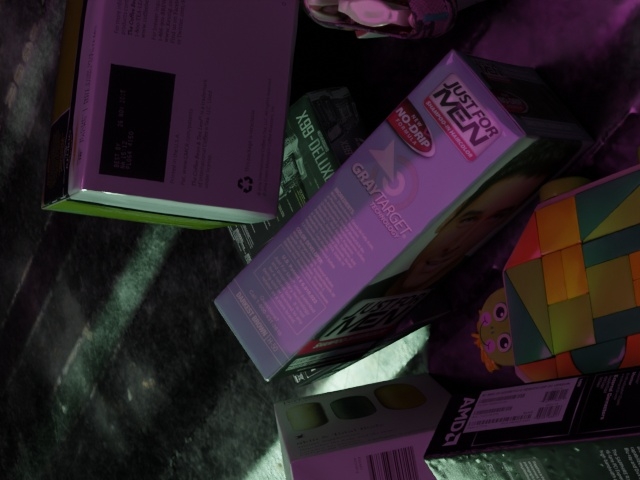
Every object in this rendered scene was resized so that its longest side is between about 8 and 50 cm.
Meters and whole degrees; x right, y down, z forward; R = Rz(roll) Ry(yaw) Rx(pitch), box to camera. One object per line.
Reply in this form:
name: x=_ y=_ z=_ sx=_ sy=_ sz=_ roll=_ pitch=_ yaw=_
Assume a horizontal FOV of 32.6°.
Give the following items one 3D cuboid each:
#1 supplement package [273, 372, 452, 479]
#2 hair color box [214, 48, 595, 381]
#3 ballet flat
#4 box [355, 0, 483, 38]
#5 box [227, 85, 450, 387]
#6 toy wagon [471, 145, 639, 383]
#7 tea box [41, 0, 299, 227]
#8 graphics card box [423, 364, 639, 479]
supplement package: x=0.067 y=0.280 z=1.198 sx=0.262 sy=0.199 sz=0.198 roll=-149 pitch=49 yaw=-83
hair color box: x=0.082 y=-0.018 z=1.123 sx=0.374 sy=0.185 sz=0.114 roll=-46 pitch=69 yaw=26
ballet flat: x=0.038 y=-0.245 z=1.117 sx=0.221 sy=0.079 sz=0.077 roll=22 pitch=118 yaw=43
box: x=0.090 y=-0.318 z=1.170 sx=0.130 sy=0.091 sz=0.171 roll=-15 pitch=89 yaw=48
box: x=0.000 y=0.000 z=1.365 sx=0.242 sy=0.076 sz=0.307 roll=-36 pitch=75 yaw=46
toy wagon: x=0.263 y=0.063 z=1.043 sx=0.344 sy=0.068 sz=0.267 roll=-24 pitch=63 yaw=46
tea box: x=-0.182 y=-0.190 z=1.273 sx=0.323 sy=0.220 sz=0.329 roll=178 pitch=98 yaw=-68
graphics card box: x=0.299 y=0.215 z=0.910 sx=0.371 sy=0.094 sz=0.233 roll=-17 pitch=116 yaw=36
